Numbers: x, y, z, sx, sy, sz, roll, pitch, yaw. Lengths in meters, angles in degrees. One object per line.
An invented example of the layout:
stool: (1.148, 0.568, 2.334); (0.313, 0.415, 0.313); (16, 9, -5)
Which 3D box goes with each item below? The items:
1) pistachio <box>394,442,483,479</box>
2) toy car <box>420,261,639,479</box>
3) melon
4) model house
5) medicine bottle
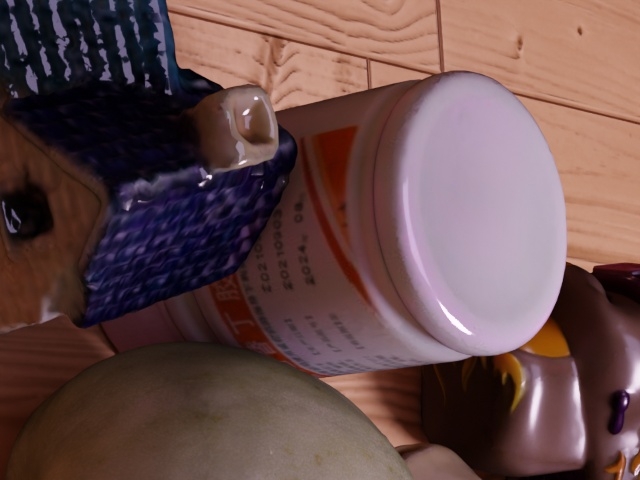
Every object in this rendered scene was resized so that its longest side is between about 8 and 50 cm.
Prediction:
pistachio: (0.056, 0.271, 1.533); (0.288, 0.166, 0.197); (-29, 119, -49)
toy car: (0.222, 0.187, 1.711); (0.240, 0.271, 0.341); (-7, 94, -26)
melon: (-0.078, 0.200, 1.324); (0.308, 0.272, 0.272); (32, 57, -19)
model house: (-0.169, -0.096, 1.278); (0.243, 0.284, 0.298); (-19, 96, -55)
medicine bottle: (0.000, 0.000, 1.418); (0.202, 0.316, 0.202); (13, 73, -46)
